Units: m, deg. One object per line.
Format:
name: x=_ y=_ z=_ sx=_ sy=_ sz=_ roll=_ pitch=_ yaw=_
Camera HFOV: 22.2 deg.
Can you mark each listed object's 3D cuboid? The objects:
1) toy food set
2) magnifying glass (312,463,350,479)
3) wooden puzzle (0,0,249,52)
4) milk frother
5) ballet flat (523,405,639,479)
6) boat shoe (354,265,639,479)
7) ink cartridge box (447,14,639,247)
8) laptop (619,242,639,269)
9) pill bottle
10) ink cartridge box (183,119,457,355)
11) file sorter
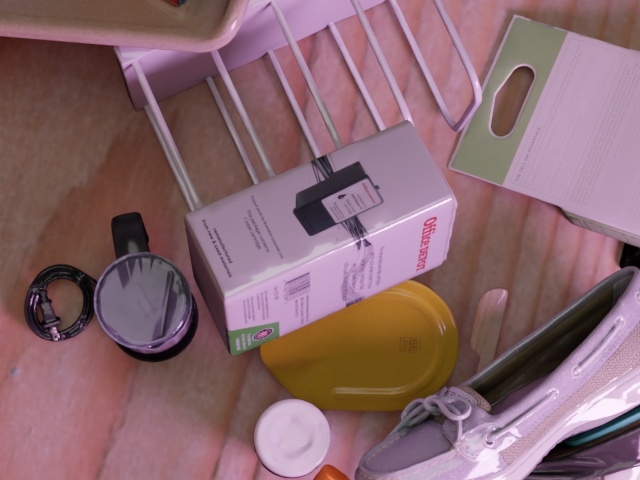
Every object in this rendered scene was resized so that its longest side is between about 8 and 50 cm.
toy food set: x=0.054 y=0.085 z=1.486 sx=0.217 sy=0.071 sz=0.128 roll=3 pitch=105 yaw=0
magnifying glass: x=-0.049 y=0.285 z=1.415 sx=0.092 sy=0.026 sz=0.231 roll=35 pitch=112 yaw=-1
wooden puzzle: x=-0.200 y=-0.304 z=1.418 sx=0.347 sy=0.080 sz=0.322 roll=3 pitch=52 yaw=16
milk frother: x=-0.189 y=0.057 z=1.441 sx=0.143 sy=0.135 sz=0.129 roll=-31 pitch=83 yaw=-6
ballet flat: x=0.222 y=0.211 z=1.460 sx=0.280 sy=0.095 sz=0.096 roll=-21 pitch=92 yaw=5
boat shoe: x=0.162 y=0.134 z=1.406 sx=0.320 sy=0.118 sz=0.103 roll=-26 pitch=108 yaw=-13
ink cartridge box: x=0.260 y=-0.098 z=1.522 sx=0.235 sy=0.056 sz=0.171 roll=20 pitch=81 yaw=26
laptop: x=0.448 y=-0.044 z=1.542 sx=0.264 sy=0.136 sz=0.234 roll=11 pitch=79 yaw=26
pill bottle: x=-0.026 y=0.175 z=1.435 sx=0.067 sy=0.120 sz=0.067 roll=0 pitch=81 yaw=-2
ink cartridge box: x=0.000 y=0.000 z=1.370 sx=0.208 sy=0.153 sz=0.087 roll=-23 pitch=70 yaw=-10
file sorter: x=-0.016 y=-0.131 z=1.450 sx=0.277 sy=0.193 sz=0.173 roll=-25 pitch=85 yaw=-6
